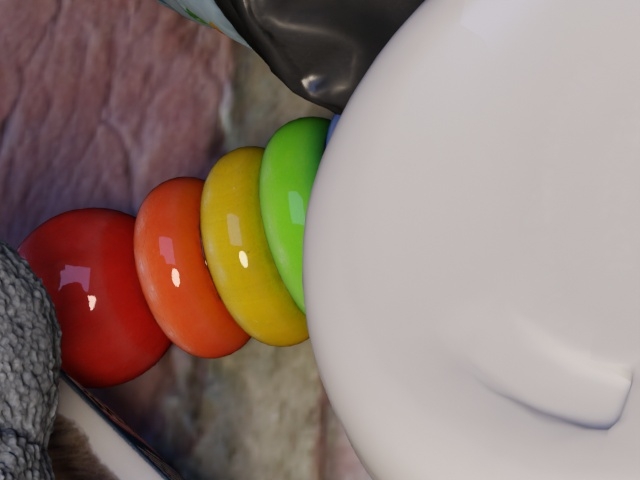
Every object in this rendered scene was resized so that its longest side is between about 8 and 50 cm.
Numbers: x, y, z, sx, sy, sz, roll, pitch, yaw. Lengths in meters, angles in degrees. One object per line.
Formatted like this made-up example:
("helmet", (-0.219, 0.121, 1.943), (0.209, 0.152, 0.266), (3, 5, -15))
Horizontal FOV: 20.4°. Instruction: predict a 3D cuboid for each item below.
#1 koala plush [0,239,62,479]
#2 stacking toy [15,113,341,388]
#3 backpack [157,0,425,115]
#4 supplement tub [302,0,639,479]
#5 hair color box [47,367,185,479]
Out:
("koala plush", (-0.157, 0.087, 0.699), (0.203, 0.196, 0.221), (-2, 63, 8))
("stacking toy", (0.000, 0.000, 0.837), (0.330, 0.141, 0.141), (-18, 60, 21))
("backpack", (-0.016, -0.236, 0.864), (0.290, 0.273, 0.355), (-47, 18, -5))
("supplement tub", (0.163, 0.059, 0.599), (0.241, 0.331, 0.241), (-14, 54, 20))
("hair color box", (-0.058, 0.223, 0.754), (0.174, 0.105, 0.347), (-48, 58, -6))
